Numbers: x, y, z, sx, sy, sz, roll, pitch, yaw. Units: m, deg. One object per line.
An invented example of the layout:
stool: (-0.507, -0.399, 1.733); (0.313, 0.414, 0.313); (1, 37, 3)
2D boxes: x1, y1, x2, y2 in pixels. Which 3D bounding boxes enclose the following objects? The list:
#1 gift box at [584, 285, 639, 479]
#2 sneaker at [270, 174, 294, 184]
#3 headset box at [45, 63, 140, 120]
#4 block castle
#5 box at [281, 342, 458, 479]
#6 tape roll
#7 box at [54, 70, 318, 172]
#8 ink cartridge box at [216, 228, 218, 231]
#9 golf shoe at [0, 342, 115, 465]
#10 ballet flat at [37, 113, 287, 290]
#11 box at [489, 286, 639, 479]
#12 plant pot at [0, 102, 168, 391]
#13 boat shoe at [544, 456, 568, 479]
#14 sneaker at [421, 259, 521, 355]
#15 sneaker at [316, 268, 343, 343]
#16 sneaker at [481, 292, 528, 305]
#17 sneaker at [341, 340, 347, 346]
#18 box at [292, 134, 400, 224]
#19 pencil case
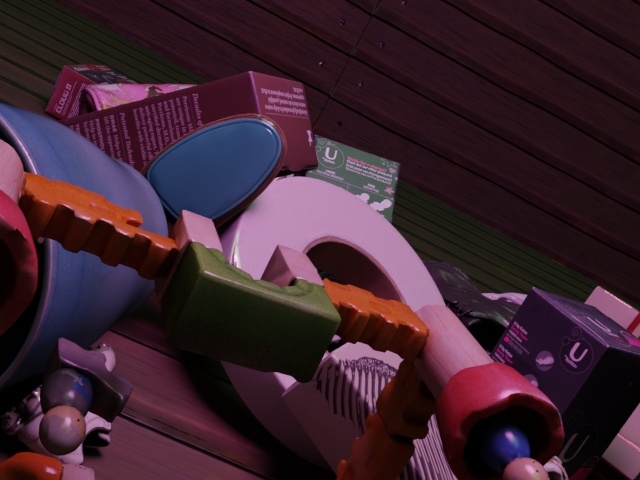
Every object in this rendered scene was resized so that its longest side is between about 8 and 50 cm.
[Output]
gift box: (0.503, 0.271, 1.376); (0.255, 0.258, 0.276); (38, 0, 37)
sneaker: (-0.105, -0.152, 1.810); (0.447, 0.169, 0.257); (32, 13, 3)
headset box: (-0.417, -0.270, 1.741); (0.293, 0.110, 0.218); (29, 14, 1)
block castle: (-0.091, 0.152, 0.556); (0.453, 0.303, 0.213); (21, 17, -24)
box: (0.091, 0.230, 0.844); (0.275, 0.094, 0.113); (52, 33, 9)
tape roll: (0.026, 0.100, 1.046); (0.392, 0.072, 0.392); (28, 43, -30)
box: (-0.217, -0.129, 1.180); (0.381, 0.143, 0.191); (-8, 3, 20)
ink cartridge box: (-0.099, 0.021, 1.225); (0.127, 0.176, 0.128); (32, 15, 11)
golf shoe: (-0.229, 0.160, 0.782); (0.086, 0.069, 0.176); (50, 16, -5)
ballet flat: (-0.186, -0.027, 0.990); (0.116, 0.342, 0.124); (49, -4, 2)
box: (0.308, 0.223, 1.120); (0.165, 0.270, 0.143); (16, 19, -40)
plant pot: (-0.282, 0.002, 0.775); (0.271, 0.272, 0.255); (33, 13, 16)
boat shoe: (0.234, 0.284, 0.951); (0.113, 0.103, 0.302); (29, 30, -30)
sneaker: (0.221, 0.115, 1.329); (0.286, 0.109, 0.130); (22, 18, 24)
sneaker: (0.010, 0.072, 1.240); (0.110, 0.122, 0.283); (-5, 14, 33)
sneaker: (0.280, 0.180, 1.554); (0.268, 0.153, 0.101); (-3, -11, 14)
sneaker: (0.169, 0.191, 1.296); (0.292, 0.108, 0.169); (16, 22, -37)
box: (0.017, -0.041, 1.423); (0.163, 0.247, 0.142); (17, 59, -10)
pencil case: (-0.255, -0.214, 1.544); (0.385, 0.167, 0.160); (-8, -4, -34)
